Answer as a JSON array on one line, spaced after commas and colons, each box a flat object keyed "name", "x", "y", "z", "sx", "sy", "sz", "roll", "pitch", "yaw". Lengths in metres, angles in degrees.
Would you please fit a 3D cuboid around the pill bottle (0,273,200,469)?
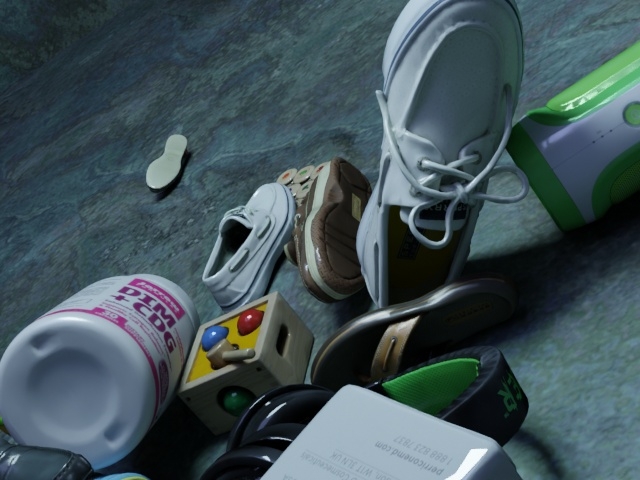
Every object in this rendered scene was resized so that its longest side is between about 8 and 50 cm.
[{"name": "pill bottle", "x": -0.223, "y": 0.127, "z": 1.282, "sx": 0.160, "sy": 0.160, "sz": 0.283, "roll": -33, "pitch": 5, "yaw": 10}]

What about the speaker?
[{"name": "speaker", "x": 0.323, "y": -0.132, "z": 1.117, "sx": 0.296, "sy": 0.131, "sz": 0.131, "roll": -34, "pitch": 25, "yaw": 9}]

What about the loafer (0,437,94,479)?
[{"name": "loafer", "x": -0.299, "y": 0.226, "z": 1.128, "sx": 0.223, "sy": 0.078, "sz": 0.076, "roll": -18, "pitch": 23, "yaw": 43}]

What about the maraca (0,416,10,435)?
[{"name": "maraca", "x": -0.319, "y": 0.186, "z": 1.471, "sx": 0.185, "sy": 0.099, "sz": 0.127, "roll": -25, "pitch": 10, "yaw": -36}]

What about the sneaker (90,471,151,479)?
[{"name": "sneaker", "x": -0.257, "y": 0.333, "z": 1.099, "sx": 0.208, "sy": 0.127, "sz": 0.319, "roll": -16, "pitch": 34, "yaw": 42}]

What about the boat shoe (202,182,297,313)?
[{"name": "boat shoe", "x": -0.088, "y": -0.008, "z": 1.487, "sx": 0.083, "sy": 0.076, "sz": 0.226, "roll": -23, "pitch": 34, "yaw": 28}]

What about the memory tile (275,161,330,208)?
[{"name": "memory tile", "x": -0.050, "y": -0.051, "z": 1.606, "sx": 0.113, "sy": 0.012, "sz": 0.148, "roll": -6, "pitch": 40, "yaw": 49}]

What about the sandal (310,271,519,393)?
[{"name": "sandal", "x": 0.088, "y": 0.101, "z": 1.111, "sx": 0.219, "sy": 0.090, "sz": 0.060, "roll": -23, "pitch": 50, "yaw": 15}]

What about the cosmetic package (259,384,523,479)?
[{"name": "cosmetic package", "x": -0.029, "y": 0.332, "z": 0.677, "sx": 0.453, "sy": 0.230, "sz": 0.161, "roll": -47, "pitch": 27, "yaw": -17}]

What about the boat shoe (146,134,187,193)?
[{"name": "boat shoe", "x": -0.251, "y": -0.118, "z": 1.952, "sx": 0.137, "sy": 0.049, "sz": 0.043, "roll": -73, "pitch": -1, "yaw": -47}]

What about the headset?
[{"name": "headset", "x": -0.009, "y": 0.220, "z": 0.945, "sx": 0.394, "sy": 0.185, "sz": 0.243, "roll": -27, "pitch": 4, "yaw": 9}]

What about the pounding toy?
[{"name": "pounding toy", "x": -0.081, "y": 0.125, "z": 1.243, "sx": 0.130, "sy": 0.100, "sz": 0.141, "roll": -25, "pitch": 28, "yaw": 26}]

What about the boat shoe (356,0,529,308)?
[{"name": "boat shoe", "x": 0.107, "y": -0.054, "z": 1.085, "sx": 0.156, "sy": 0.135, "sz": 0.367, "roll": -99, "pitch": 19, "yaw": -49}]

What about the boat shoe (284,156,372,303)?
[{"name": "boat shoe", "x": 0.006, "y": 0.005, "z": 1.365, "sx": 0.095, "sy": 0.095, "sz": 0.257, "roll": -42, "pitch": 15, "yaw": 25}]
